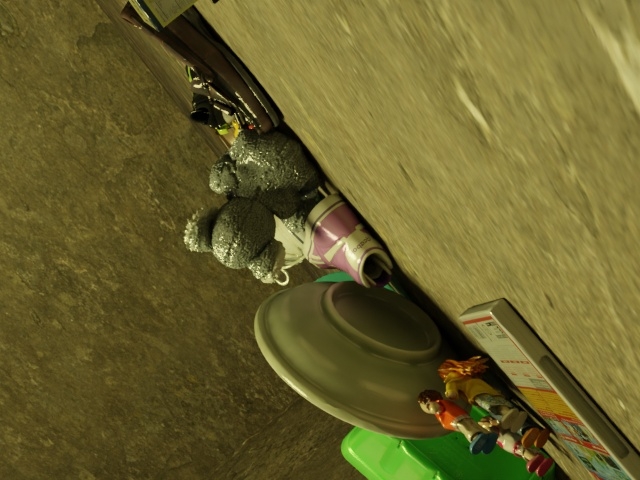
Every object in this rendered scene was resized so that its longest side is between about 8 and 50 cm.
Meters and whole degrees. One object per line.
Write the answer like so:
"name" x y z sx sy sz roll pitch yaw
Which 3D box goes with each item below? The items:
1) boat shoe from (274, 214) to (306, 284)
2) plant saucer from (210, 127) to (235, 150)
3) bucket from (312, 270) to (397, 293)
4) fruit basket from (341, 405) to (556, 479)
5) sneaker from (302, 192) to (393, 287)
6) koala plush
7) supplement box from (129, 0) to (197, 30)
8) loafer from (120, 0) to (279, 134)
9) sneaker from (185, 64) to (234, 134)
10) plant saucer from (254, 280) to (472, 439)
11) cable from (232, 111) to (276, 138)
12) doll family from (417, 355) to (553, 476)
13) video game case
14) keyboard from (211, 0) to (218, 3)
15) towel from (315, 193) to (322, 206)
"boat shoe" -0.083 0.010 1.722 0.136 0.156 0.367 50 177 -2
"plant saucer" -0.215 -0.244 2.149 0.278 0.041 0.278 49 176 5
"bucket" 0.059 0.200 1.731 0.281 0.281 0.183 49 170 18
"fruit basket" 0.230 0.451 1.619 0.392 0.283 0.392 38 155 21
"sneaker" 0.052 0.034 1.477 0.161 0.102 0.282 46 174 12
"koala plush" -0.114 -0.050 1.390 0.196 0.221 0.203 28 155 -3
"supplement box" -0.214 -0.338 1.148 0.056 0.083 0.083 54 174 -34
"loafer" -0.190 -0.275 1.332 0.302 0.095 0.109 50 175 0
"sneaker" -0.222 -0.275 1.612 0.235 0.097 0.084 45 173 45
"plant saucer" 0.089 0.165 1.437 0.400 0.101 0.400 19 -157 -8
"cable" -0.142 -0.221 1.455 0.139 0.072 0.287 38 168 50
"doll family" 0.262 0.253 1.301 0.263 0.118 0.163 30 -177 -41
"video game case" 0.279 0.189 1.000 0.285 0.025 0.204 50 175 5
"keyboard" -0.171 -0.358 0.983 0.180 0.023 0.108 53 -179 -35
"towel" -0.032 -0.076 1.778 0.248 0.038 0.325 47 175 38
